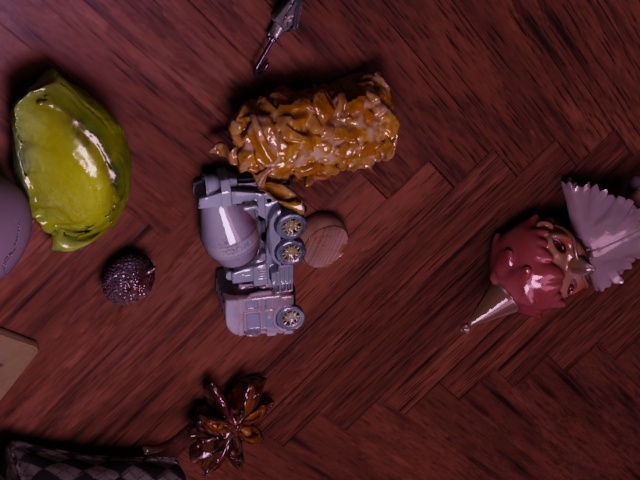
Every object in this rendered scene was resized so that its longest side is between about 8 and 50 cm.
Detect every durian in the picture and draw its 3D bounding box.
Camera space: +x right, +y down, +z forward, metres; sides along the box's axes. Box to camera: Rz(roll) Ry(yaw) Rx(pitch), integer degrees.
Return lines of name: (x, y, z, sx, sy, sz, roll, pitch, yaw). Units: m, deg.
durian: (-0.296, -0.089, 1.464, 0.139, 0.101, 0.250, -2, 133, 11)

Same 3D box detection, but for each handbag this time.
handbag: (-0.394, 0.483, 1.803, 0.316, 0.180, 0.416, 11, 124, -41)

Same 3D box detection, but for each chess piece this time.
chess piece: (0.000, 0.000, 1.762, 0.083, 0.038, 0.084, -18, 130, -23)

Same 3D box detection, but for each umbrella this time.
umbrella: (-0.019, -0.316, 1.501, 0.269, 0.044, 0.044, -60, 159, 18)

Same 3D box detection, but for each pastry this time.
pastry: (-0.014, -0.130, 1.588, 0.250, 0.102, 0.154, -19, 114, -29)

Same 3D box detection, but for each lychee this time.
lychee: (-0.251, 0.052, 1.620, 0.083, 0.068, 0.067, -24, 155, 7)

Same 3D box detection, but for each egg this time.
egg: (-0.428, -0.003, 1.406, 0.198, 0.146, 0.146, -34, 136, -14)

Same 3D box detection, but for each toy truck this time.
toy truck: (-0.098, 0.013, 1.668, 0.140, 0.108, 0.257, -7, 126, -12)

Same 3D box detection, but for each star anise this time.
star anise: (-0.156, 0.266, 1.831, 0.177, 0.073, 0.234, -59, 148, -5)

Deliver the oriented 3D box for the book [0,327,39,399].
book: (-0.500, 0.199, 1.607, 0.161, 0.026, 0.231, 29, 106, -44)

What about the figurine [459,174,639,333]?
figurine: (0.379, 0.026, 1.937, 0.386, 0.166, 0.207, -28, 118, -16)
